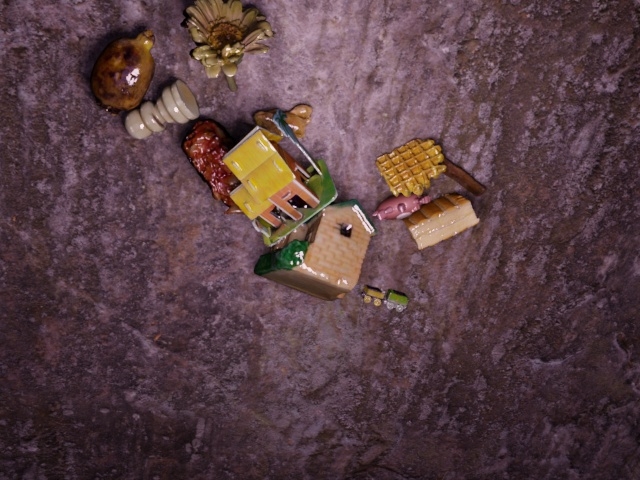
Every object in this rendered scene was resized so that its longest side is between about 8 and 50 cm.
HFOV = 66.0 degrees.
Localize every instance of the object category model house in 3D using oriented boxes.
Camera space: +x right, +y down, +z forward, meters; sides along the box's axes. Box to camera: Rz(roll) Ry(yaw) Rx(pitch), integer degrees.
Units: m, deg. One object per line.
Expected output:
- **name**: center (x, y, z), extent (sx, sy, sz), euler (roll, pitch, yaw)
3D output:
- **model house**: center (0.000, 0.000, 1.742), extent (0.335, 0.382, 0.342), euler (23, 74, -14)
- **model house**: center (-0.180, -0.233, 1.567), extent (0.300, 0.340, 0.324), euler (-34, 137, 18)

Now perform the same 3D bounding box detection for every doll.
- **doll**: center (0.293, -0.127, 1.782), extent (0.211, 0.262, 0.093), euler (-23, 97, -39)

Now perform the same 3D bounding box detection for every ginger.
- **ginger**: center (-0.123, -0.399, 1.697), extent (0.205, 0.081, 0.115), euler (-8, 121, -6)

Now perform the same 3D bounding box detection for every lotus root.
- **lotus root**: center (-0.623, -0.530, 1.560), extent (0.169, 0.141, 0.314), euler (32, 108, -14)

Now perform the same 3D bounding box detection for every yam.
- **yam**: center (0.516, -0.242, 1.837), extent (0.241, 0.057, 0.057), euler (33, 107, -16)

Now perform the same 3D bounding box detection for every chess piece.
- **chess piece**: center (-0.537, -0.419, 1.638), extent (0.243, 0.133, 0.133), euler (-23, 114, 13)

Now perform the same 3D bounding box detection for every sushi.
- **sushi**: center (-0.339, -0.244, 1.693), extent (0.196, 0.182, 0.343), euler (-33, 110, 11)

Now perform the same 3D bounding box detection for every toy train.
- **toy train**: center (0.265, 0.234, 2.027), extent (0.202, 0.060, 0.081), euler (17, 105, -12)

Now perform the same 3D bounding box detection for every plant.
- **plant**: center (-0.307, -0.614, 1.512), extent (0.261, 0.297, 0.306), euler (44, 66, -16)

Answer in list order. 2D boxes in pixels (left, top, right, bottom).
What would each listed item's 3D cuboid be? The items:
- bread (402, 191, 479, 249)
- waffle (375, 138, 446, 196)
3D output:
- **bread**: center (0.431, -0.080, 1.806), extent (0.239, 0.246, 0.111), euler (-25, 103, 6)
- **waffle**: center (0.331, -0.251, 1.728), extent (0.229, 0.219, 0.057), euler (-26, 141, 8)
